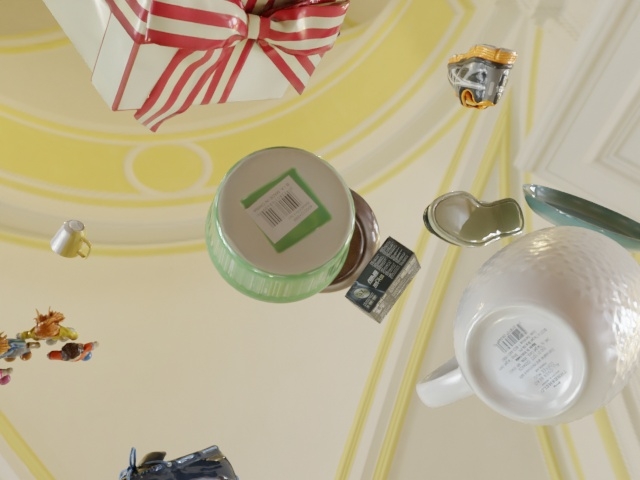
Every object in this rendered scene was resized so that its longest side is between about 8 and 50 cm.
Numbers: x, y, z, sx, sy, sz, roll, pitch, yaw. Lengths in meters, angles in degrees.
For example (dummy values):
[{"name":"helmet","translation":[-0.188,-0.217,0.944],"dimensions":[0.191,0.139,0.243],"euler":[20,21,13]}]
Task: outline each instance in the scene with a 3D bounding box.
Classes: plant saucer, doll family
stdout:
[{"name":"plant saucer","translation":[0.000,0.000,1.701],"dimensions":[0.311,0.310,0.050],"euler":[15,-164,1]},{"name":"doll family","translation":[-0.563,0.201,1.229],"dimensions":[0.263,0.163,0.118],"euler":[-17,-97,-16]},{"name":"plant saucer","translation":[0.596,-0.047,1.448],"dimensions":[0.318,0.043,0.317],"euler":[17,-162,-6]}]

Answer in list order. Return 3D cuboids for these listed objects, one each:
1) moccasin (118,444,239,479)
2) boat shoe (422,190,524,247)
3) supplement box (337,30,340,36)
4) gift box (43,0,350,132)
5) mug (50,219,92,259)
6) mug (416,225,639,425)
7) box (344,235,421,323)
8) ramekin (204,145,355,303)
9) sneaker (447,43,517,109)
[{"name":"moccasin","translation":[-0.311,0.455,1.207],"dimensions":[0.342,0.138,0.116],"euler":[15,-142,-52]},{"name":"boat shoe","translation":[0.320,-0.042,1.446],"dimensions":[0.340,0.113,0.127],"euler":[-10,-94,-44]},{"name":"supplement box","translation":[-0.052,-0.483,1.460],"dimensions":[0.104,0.081,0.188],"euler":[-39,-141,-6]},{"name":"gift box","translation":[-0.124,-0.270,0.664],"dimensions":[0.255,0.276,0.258],"euler":[-19,-118,-40]},{"name":"mug","translation":[-0.500,-0.005,1.322],"dimensions":[0.078,0.064,0.062],"euler":[24,-149,-23]},{"name":"mug","translation":[0.313,0.159,1.017],"dimensions":[0.276,0.374,0.328],"euler":[58,-150,8]},{"name":"box","translation":[0.153,0.098,1.565],"dimensions":[0.077,0.147,0.180],"euler":[35,-94,21]},{"name":"ramekin","translation":[-0.076,-0.037,1.285],"dimensions":[0.304,0.148,0.303],"euler":[3,-107,-8]},{"name":"sneaker","translation":[0.234,-0.239,0.988],"dimensions":[0.084,0.083,0.215],"euler":[10,-174,3]}]
